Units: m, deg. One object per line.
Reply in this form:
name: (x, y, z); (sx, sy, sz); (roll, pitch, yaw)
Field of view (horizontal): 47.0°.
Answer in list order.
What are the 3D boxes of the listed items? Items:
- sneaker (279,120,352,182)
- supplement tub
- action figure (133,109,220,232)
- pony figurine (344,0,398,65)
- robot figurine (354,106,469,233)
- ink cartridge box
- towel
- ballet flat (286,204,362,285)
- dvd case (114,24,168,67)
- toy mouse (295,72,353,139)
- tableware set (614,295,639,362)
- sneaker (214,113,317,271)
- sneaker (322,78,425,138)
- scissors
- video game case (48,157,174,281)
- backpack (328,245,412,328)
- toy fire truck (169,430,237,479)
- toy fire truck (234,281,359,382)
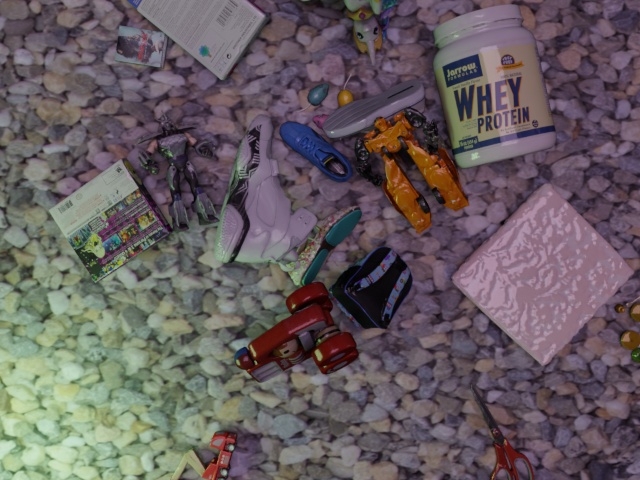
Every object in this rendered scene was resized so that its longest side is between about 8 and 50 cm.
sneaker: (-0.009, -0.216, 1.755); (0.209, 0.082, 0.069); (38, 93, 0)
supplement tub: (0.389, -0.343, 1.675); (0.235, 0.235, 0.325); (-14, 92, 0)
action figure: (-0.329, -0.169, 1.739); (0.185, 0.099, 0.285); (-18, 100, -17)
pony figurine: (0.061, -0.606, 1.642); (0.302, 0.363, 0.351); (-16, 76, 7)
robot figurine: (0.209, -0.168, 1.711); (0.211, 0.085, 0.291); (-30, 107, 17)
ink cartridge box: (-0.293, -0.548, 1.727); (0.311, 0.065, 0.186); (38, 109, -4)
towel: (0.537, 0.082, 1.783); (0.317, 0.053, 0.332); (44, 92, -3)
ballet flat: (0.000, 0.000, 1.766); (0.077, 0.091, 0.241); (37, 86, 31)
dvd case: (-0.431, -0.467, 1.775); (0.119, 0.013, 0.087); (9, 92, -2)
toy mouse: (0.010, -0.320, 1.774); (0.143, 0.031, 0.161); (-4, 92, 0)
tableware set: (0.777, 0.219, 1.806); (0.104, 0.024, 0.154); (-32, 93, 4)
sneaker: (-0.112, -0.104, 1.724); (0.210, 0.137, 0.366); (15, 74, -12)
sneaker: (0.134, -0.287, 1.742); (0.258, 0.094, 0.091); (-21, 133, 1)
scissors: (0.450, 0.486, 1.816); (0.109, 0.021, 0.297); (-13, 91, 3)
video game case: (-0.499, -0.047, 1.754); (0.232, 0.042, 0.210); (-33, 91, 13)
backpack: (0.127, 0.106, 1.746); (0.158, 0.117, 0.173); (46, 64, -15)
toy fire truck: (-0.289, 0.549, 1.797); (0.135, 0.047, 0.192); (15, 91, 0)
toy fire truck: (-0.063, 0.237, 1.669); (0.254, 0.302, 0.169); (-28, 72, -4)
